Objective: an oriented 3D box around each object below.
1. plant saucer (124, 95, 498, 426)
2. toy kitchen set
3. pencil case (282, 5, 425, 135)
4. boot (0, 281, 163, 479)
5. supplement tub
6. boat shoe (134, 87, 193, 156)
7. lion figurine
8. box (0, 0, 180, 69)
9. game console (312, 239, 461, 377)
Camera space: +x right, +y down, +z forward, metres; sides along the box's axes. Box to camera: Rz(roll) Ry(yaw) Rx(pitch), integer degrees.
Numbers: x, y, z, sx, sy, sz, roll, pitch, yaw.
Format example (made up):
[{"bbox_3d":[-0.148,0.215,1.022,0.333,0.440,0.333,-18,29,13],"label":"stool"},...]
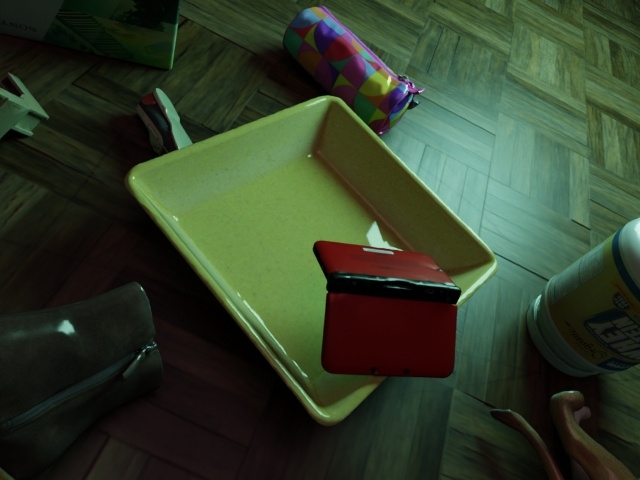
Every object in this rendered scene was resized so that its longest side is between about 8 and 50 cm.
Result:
[{"bbox_3d":[0.000,0.000,0.605,0.333,0.081,0.332,-32,73,-36],"label":"plant saucer"},{"bbox_3d":[-0.374,-0.152,0.564,0.068,0.083,0.075,-43,76,4],"label":"toy kitchen set"},{"bbox_3d":[0.050,-0.273,0.806,0.236,0.104,0.104,43,52,11],"label":"pencil case"},{"bbox_3d":[-0.231,0.072,0.369,0.090,0.248,0.207,25,40,36],"label":"boot"},{"bbox_3d":[0.373,0.079,0.630,0.145,0.199,0.144,11,53,-15],"label":"supplement tub"},{"bbox_3d":[-0.195,-0.131,0.639,0.043,0.049,0.137,-32,71,8],"label":"boat shoe"},{"bbox_3d":[0.387,0.299,0.546,0.393,0.142,0.240,3,63,-4],"label":"lion figurine"},{"bbox_3d":[-0.274,-0.359,0.585,0.233,0.322,0.058,7,59,-18],"label":"box"},{"bbox_3d":[0.062,0.068,0.524,0.144,0.085,0.124,8,23,-19],"label":"game console"}]
